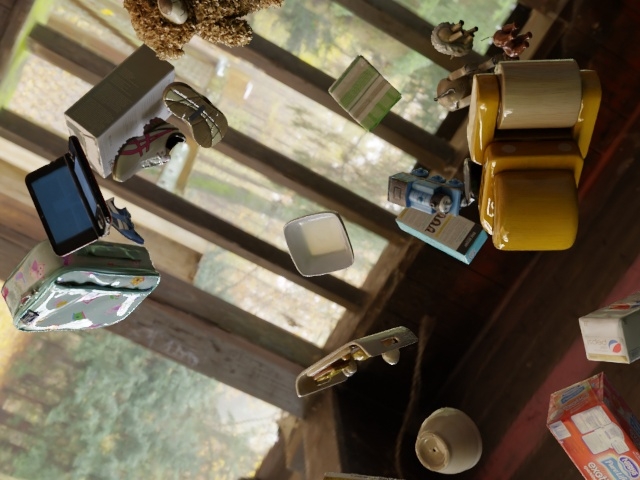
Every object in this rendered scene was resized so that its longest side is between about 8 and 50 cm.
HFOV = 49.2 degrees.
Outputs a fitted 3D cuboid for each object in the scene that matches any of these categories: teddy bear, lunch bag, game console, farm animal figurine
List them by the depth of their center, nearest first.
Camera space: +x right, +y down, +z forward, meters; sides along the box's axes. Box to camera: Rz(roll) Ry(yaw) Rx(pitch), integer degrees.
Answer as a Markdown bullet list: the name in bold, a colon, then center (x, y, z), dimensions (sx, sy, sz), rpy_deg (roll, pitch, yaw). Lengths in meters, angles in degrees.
- **game console**: center (-0.380, -0.064, 1.047), dimensions (0.085, 0.144, 0.124), rpy_deg (-23, 174, -24)
- **teddy bear**: center (-0.215, -0.495, 1.387), dimensions (0.113, 0.338, 0.245), rpy_deg (25, -54, 55)
- **lunch bag**: center (-0.479, 0.089, 1.414), dimensions (0.224, 0.279, 0.108), rpy_deg (-38, -114, 26)
- **farm animal figurine**: center (0.418, -0.369, 1.759), dimensions (0.172, 0.327, 0.330), rpy_deg (-20, -105, 59)

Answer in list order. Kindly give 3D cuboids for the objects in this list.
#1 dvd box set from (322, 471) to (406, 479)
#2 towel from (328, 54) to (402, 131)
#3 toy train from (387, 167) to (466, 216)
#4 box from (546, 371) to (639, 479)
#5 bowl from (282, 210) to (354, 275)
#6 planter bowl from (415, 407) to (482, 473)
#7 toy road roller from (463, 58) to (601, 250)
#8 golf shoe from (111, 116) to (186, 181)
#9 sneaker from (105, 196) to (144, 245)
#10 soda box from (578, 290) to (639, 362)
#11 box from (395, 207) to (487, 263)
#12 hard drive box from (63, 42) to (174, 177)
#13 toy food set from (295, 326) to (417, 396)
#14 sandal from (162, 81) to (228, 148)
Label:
- **dvd box set**: center (0.108, 0.768, 1.815), dimensions (0.420, 0.307, 0.062), rpy_deg (-51, 140, -65)
- **towel**: center (0.099, -0.326, 1.552), dimensions (0.113, 0.152, 0.023), rpy_deg (-48, 155, 16)
- **toy train**: center (0.241, -0.106, 1.579), dimensions (0.184, 0.105, 0.080), rpy_deg (25, -55, 40)
- **box**: center (0.586, 0.415, 1.414), dimensions (0.128, 0.257, 0.122), rpy_deg (-35, -176, 30)
- **bowl**: center (0.000, 0.000, 1.542), dimensions (0.142, 0.142, 0.053), rpy_deg (-13, -158, 21)
- **planter bowl**: center (0.306, 0.512, 1.746), dimensions (0.109, 0.162, 0.162), rpy_deg (-9, 142, -49)
- **toy road roller**: center (0.371, -0.129, 1.227), dimensions (0.240, 0.202, 0.329), rpy_deg (-87, 174, -46)
- **golf shoe**: center (-0.360, -0.186, 1.468), dimensions (0.186, 0.086, 0.067), rpy_deg (-54, 164, -32)
- **sneaker**: center (-0.479, -0.046, 1.709), dimensions (0.059, 0.144, 0.053), rpy_deg (-48, -165, -13)
- **soda box**: center (0.496, 0.122, 1.071), dimensions (0.074, 0.216, 0.069), rpy_deg (-9, -86, 58)
- **box**: center (0.342, -0.035, 1.987), dimensions (0.244, 0.060, 0.100), rpy_deg (31, -101, 33)
- **hard drive box**: center (-0.416, -0.271, 1.480), dimensions (0.232, 0.089, 0.181), rpy_deg (-50, 176, -24)
- **toy food set**: center (0.098, 0.343, 1.930), dimensions (0.306, 0.220, 0.092), rpy_deg (-39, -110, 37)
- **sandal**: center (-0.222, -0.229, 1.236), dimensions (0.072, 0.180, 0.049), rpy_deg (-37, -122, 5)
